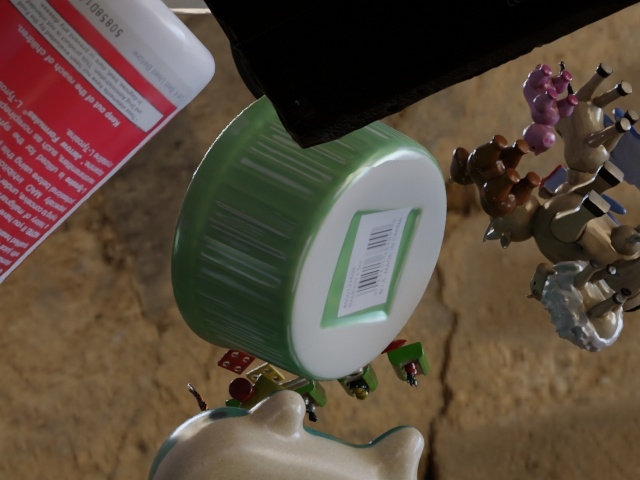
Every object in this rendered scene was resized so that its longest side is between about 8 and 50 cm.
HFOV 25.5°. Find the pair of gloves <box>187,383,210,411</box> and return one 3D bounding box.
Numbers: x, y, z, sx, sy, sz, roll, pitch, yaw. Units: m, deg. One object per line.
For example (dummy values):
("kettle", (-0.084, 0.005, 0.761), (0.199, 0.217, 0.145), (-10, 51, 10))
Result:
("pair of gloves", (-0.149, 0.228, 1.861), (0.010, 0.083, 0.074), (-32, -157, -10))

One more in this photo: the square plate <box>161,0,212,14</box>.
("square plate", (-0.335, -0.404, 1.905), (0.347, 0.049, 0.344), (-4, -143, -31))

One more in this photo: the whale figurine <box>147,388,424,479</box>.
("whale figurine", (-0.036, 0.235, 1.379), (0.272, 0.216, 0.141), (-8, -160, -15))

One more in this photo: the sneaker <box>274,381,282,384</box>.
("sneaker", (-0.076, 0.305, 2.003), (0.105, 0.115, 0.281), (9, -154, -14))

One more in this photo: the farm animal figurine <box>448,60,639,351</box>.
("farm animal figurine", (0.300, -0.040, 1.726), (0.330, 0.172, 0.326), (-28, -103, -43))

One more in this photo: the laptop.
("laptop", (0.034, -0.211, 0.593), (0.234, 0.264, 0.136), (-22, -161, 37))

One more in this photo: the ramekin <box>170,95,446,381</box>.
("ramekin", (0.000, 0.000, 1.487), (0.148, 0.303, 0.303), (26, -136, 32))

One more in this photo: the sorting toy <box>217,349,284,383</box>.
("sorting toy", (-0.052, 0.131, 2.270), (0.132, 0.274, 0.046), (24, -148, -26))

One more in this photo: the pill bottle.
("pill bottle", (-0.309, -0.095, 1.250), (0.408, 0.229, 0.229), (-44, -147, 2))

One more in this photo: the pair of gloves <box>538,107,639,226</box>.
("pair of gloves", (0.374, -0.078, 1.839), (0.023, 0.198, 0.159), (17, -149, -44))

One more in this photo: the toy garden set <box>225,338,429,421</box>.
("toy garden set", (0.009, 0.178, 1.675), (0.244, 0.204, 0.049), (-18, -108, 3))

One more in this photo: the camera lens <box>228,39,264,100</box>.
("camera lens", (0.035, -0.278, 1.764), (0.219, 0.219, 0.274), (10, -146, 32))
